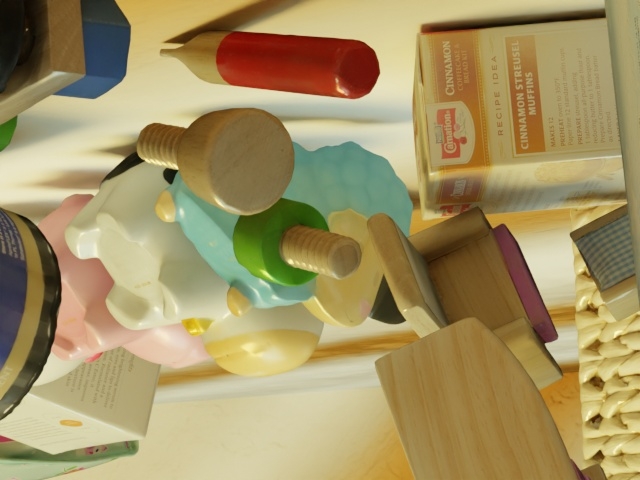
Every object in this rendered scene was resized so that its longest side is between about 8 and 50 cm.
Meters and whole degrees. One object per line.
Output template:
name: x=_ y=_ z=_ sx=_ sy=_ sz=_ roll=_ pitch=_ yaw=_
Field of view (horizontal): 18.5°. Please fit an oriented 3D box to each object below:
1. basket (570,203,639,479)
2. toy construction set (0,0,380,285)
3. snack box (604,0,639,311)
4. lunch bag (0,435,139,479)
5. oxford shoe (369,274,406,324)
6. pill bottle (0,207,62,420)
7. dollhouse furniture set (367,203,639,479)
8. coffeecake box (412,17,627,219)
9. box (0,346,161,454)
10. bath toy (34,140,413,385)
basket: x=0.382 y=0.077 z=1.309 sx=0.328 sy=0.266 sz=0.331 roll=1 pitch=171 yaw=-32
toy construction set: x=-0.157 y=-0.011 z=0.791 sx=0.308 sy=0.257 sz=0.237 roll=-25 pitch=-159 yaw=-28
snack box: x=0.219 y=-0.040 z=0.739 sx=0.207 sy=0.175 sz=0.070 roll=-4 pitch=170 yaw=-9
lunch bag: x=-0.332 y=0.148 z=1.760 sx=0.223 sy=0.160 sz=0.262 roll=-10 pitch=176 yaw=37
oxford shoe: x=0.000 y=0.000 z=1.272 sx=0.076 sy=0.076 sz=0.212 roll=36 pitch=-179 yaw=29
pill bottle: x=-0.245 y=0.015 z=0.966 sx=0.122 sy=0.123 sz=0.219 roll=-12 pitch=156 yaw=40
dollhouse furniture set: x=0.195 y=0.040 z=0.820 sx=0.303 sy=0.286 sz=0.198 roll=-26 pitch=148 yaw=10
coffeecake box: x=0.138 y=-0.058 z=0.930 sx=0.185 sy=0.068 sz=0.142 roll=-5 pitch=172 yaw=1
box: x=-0.221 y=0.084 z=1.442 sx=0.170 sy=0.091 sz=0.130 roll=26 pitch=155 yaw=-34
bath toy: x=-0.098 y=0.019 z=1.162 sx=0.129 sy=0.151 sz=0.348 roll=-42 pitch=-164 yaw=-35
